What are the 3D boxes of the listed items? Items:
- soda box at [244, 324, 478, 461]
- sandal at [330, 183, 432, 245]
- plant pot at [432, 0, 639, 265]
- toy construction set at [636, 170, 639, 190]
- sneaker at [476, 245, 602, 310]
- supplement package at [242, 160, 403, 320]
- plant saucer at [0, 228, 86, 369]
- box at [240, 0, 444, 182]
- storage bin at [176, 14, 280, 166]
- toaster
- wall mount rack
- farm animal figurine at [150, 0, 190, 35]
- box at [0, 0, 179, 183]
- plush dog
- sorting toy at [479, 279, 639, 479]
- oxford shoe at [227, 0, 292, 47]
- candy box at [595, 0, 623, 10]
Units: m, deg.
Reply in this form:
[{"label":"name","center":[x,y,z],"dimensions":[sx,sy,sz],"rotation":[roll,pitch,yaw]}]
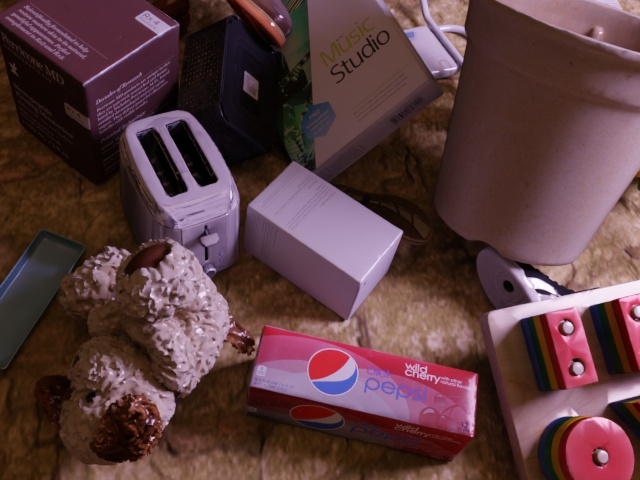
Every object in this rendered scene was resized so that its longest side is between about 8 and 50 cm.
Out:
[{"label":"soda box","center":[0.047,0.183,0.918],"dimensions":[0.263,0.092,0.083],"rotation":[13,54,-2]},{"label":"sandal","center":[0.075,-0.031,1.097],"dimensions":[0.180,0.049,0.072],"rotation":[16,48,18]},{"label":"plant pot","center":[0.301,-0.146,1.020],"dimensions":[0.334,0.305,0.334],"rotation":[12,28,-7]},{"label":"toy construction set","center":[0.504,-0.148,1.114],"dimensions":[0.237,0.309,0.257],"rotation":[17,47,7]},{"label":"sneaker","center":[0.319,0.077,1.055],"dimensions":[0.121,0.079,0.217],"rotation":[-31,75,-30]},{"label":"supplement package","center":[0.000,0.000,1.023],"dimensions":[0.179,0.105,0.105],"rotation":[35,57,13]},{"label":"plant saucer","center":[-0.368,0.071,0.961],"dimensions":[0.067,0.018,0.192],"rotation":[21,55,4]},{"label":"box","center":[0.009,-0.269,1.149],"dimensions":[0.232,0.058,0.322],"rotation":[-37,60,19]},{"label":"storage bin","center":[-0.129,-0.212,1.103],"dimensions":[0.084,0.122,0.180],"rotation":[-15,60,31]},{"label":"toaster","center":[-0.187,-0.065,1.006],"dimensions":[0.129,0.146,0.227],"rotation":[-18,62,-22]},{"label":"wall mount rack","center":[0.115,-0.375,1.280],"dimensions":[0.350,0.130,0.304],"rotation":[-16,58,-21]},{"label":"farm animal figurine","center":[-0.348,-0.468,1.217],"dimensions":[0.327,0.172,0.330],"rotation":[-16,65,-19]},{"label":"box","center":[-0.309,-0.225,1.056],"dimensions":[0.168,0.203,0.167],"rotation":[37,58,15]},{"label":"plush dog","center":[-0.202,0.141,0.854],"dimensions":[0.210,0.262,0.225],"rotation":[44,64,-26]},{"label":"sorting toy","center":[0.353,0.184,0.926],"dimensions":[0.257,0.089,0.255],"rotation":[-10,80,-17]},{"label":"oxford shoe","center":[-0.119,-0.449,1.173],"dimensions":[0.133,0.130,0.363],"rotation":[-32,68,6]},{"label":"candy box","center":[0.471,-0.417,1.434],"dimensions":[0.206,0.027,0.105],"rotation":[-5,60,-13]}]
